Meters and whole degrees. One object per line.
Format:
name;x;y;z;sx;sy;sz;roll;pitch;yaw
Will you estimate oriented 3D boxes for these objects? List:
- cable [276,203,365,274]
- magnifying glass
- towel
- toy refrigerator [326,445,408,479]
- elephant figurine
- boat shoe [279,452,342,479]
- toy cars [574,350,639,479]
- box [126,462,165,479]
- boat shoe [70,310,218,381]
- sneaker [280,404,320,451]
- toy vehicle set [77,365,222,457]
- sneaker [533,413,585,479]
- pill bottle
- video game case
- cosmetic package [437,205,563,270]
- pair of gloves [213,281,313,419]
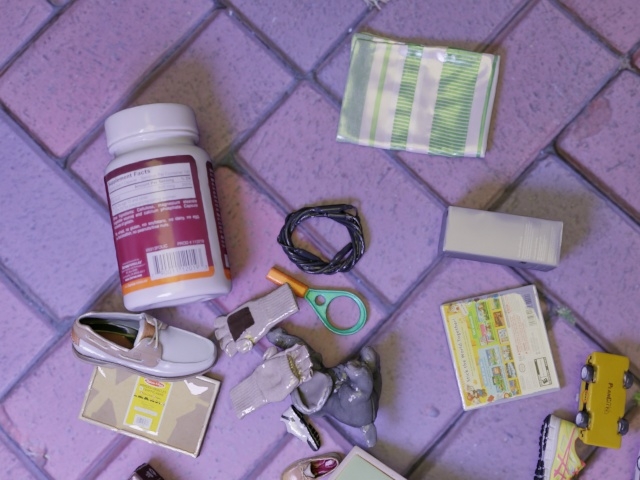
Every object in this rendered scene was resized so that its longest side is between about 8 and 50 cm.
cable;0.000;0.000;1.921;0.184;0.047;0.151;-6;88;-1
magnifying glass;-0.009;0.123;1.912;0.231;0.026;0.092;28;85;6
towel;0.211;-0.311;1.948;0.324;0.038;0.248;9;85;3
toy refrigerator;0.147;0.523;1.761;0.269;0.094;0.102;29;61;29
elephant figurine;-0.001;0.293;1.845;0.239;0.186;0.169;-1;126;13
boat shoe;-0.022;0.472;1.861;0.135;0.045;0.050;-23;83;-1
toy cars;0.618;0.411;1.826;0.176;0.087;0.394;-30;88;-13
box;-0.291;0.653;1.806;0.381;0.143;0.191;43;86;4
boat shoe;-0.359;0.212;1.847;0.302;0.103;0.113;6;49;-6
sneaker;-0.041;0.395;1.879;0.044;0.040;0.109;-40;80;14
toy vehicle set;-0.357;0.335;1.895;0.267;0.035;0.166;18;84;4
sneaker;0.488;0.463;1.825;0.094;0.081;0.208;11;83;1
pill bottle;-0.320;-0.066;1.847;0.224;0.224;0.392;-10;83;1
video game case;0.373;0.223;1.886;0.206;0.026;0.227;-12;84;1
cosmetic package;0.367;-0.003;1.862;0.238;0.127;0.107;5;84;5
pair of gloves;-0.120;0.223;1.840;0.204;0.042;0.240;-28;58;22
